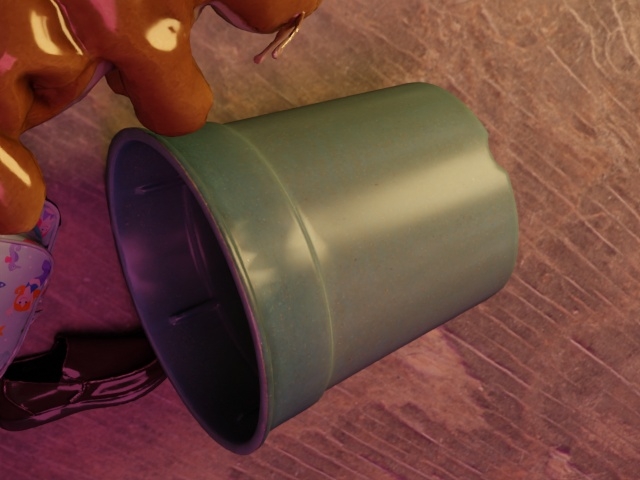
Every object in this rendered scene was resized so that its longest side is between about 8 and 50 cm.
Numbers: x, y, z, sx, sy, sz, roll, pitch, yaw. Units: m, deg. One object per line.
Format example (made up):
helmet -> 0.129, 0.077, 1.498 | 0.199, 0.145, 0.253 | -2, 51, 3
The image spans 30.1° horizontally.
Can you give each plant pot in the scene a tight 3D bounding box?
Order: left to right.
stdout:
plant pot -> 0.000, 0.000, 1.237 | 0.334, 0.341, 0.341 | -21, 127, -26

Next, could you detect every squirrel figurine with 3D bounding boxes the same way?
squirrel figurine -> -0.177, -0.271, 0.975 | 0.370, 0.281, 0.397 | -24, 119, -1

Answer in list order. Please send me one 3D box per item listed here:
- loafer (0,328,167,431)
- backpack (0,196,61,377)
loafer -> -0.262, 0.143, 1.322 | 0.220, 0.080, 0.078 | -21, 127, -15
backpack -> -0.381, 0.041, 1.141 | 0.225, 0.191, 0.253 | 13, 117, -34
